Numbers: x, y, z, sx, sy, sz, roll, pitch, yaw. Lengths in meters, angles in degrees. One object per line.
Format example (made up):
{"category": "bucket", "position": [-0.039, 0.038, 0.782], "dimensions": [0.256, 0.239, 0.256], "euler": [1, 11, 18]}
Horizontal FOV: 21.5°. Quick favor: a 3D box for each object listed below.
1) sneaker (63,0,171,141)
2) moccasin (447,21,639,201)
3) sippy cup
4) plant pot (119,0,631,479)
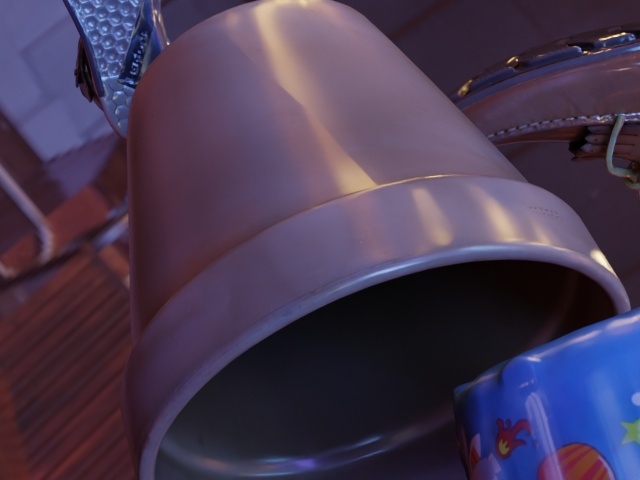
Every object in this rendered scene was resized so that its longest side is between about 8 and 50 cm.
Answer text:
{"category": "sneaker", "position": [-0.169, -0.196, 1.363], "dimensions": [0.163, 0.086, 0.226], "euler": [-125, -155, -77]}
{"category": "moccasin", "position": [0.276, -0.093, 1.248], "dimensions": [0.139, 0.380, 0.147], "euler": [-114, -163, -81]}
{"category": "sippy cup", "position": [0.177, 0.149, 0.840], "dimensions": [0.305, 0.240, 0.224], "euler": [-26, -102, 31]}
{"category": "plant pot", "position": [0.000, 0.000, 1.105], "dimensions": [0.323, 0.323, 0.280], "euler": [102, -28, -53]}
